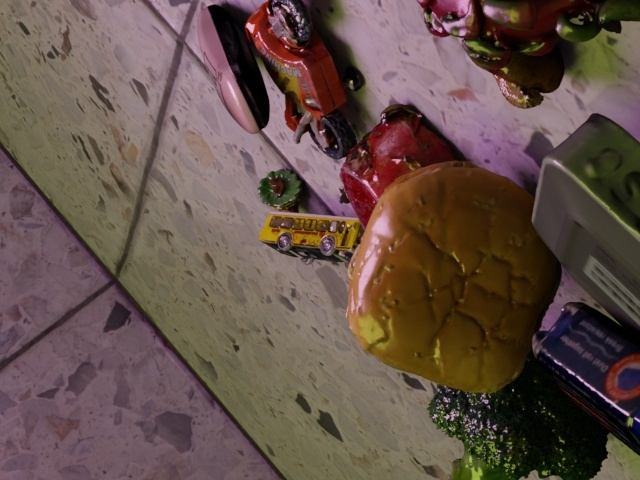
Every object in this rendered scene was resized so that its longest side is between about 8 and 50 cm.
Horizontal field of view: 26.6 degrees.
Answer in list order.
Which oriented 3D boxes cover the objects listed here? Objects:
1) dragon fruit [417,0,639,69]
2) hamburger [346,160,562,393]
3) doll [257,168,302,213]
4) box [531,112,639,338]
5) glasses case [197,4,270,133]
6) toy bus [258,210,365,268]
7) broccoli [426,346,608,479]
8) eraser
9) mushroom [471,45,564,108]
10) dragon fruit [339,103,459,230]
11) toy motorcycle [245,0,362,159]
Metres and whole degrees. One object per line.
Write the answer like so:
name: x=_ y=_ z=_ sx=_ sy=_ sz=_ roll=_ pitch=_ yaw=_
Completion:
dragon fruit: x=0.207 y=-0.293 z=1.428 sx=0.198 sy=0.219 sz=0.272 roll=21 pitch=169 yaw=-34
hamburger: x=0.185 y=0.045 z=1.797 sx=0.319 sy=0.318 sz=0.158 roll=56 pitch=178 yaw=-10
doll: x=-0.053 y=-0.079 z=2.380 sx=0.113 sy=0.076 sz=0.078 roll=35 pitch=-153 yaw=-58
box: x=0.406 y=0.057 z=1.519 sx=0.396 sy=0.111 sz=0.396 roll=45 pitch=177 yaw=14
glasses case: x=-0.136 y=-0.269 z=2.085 sx=0.314 sy=0.075 sz=0.122 roll=-113 pitch=-3 yaw=-57
toy bus: x=0.000 y=0.000 z=2.285 sx=0.226 sy=0.074 sz=0.081 roll=4 pitch=159 yaw=46
broccoli: x=0.281 y=0.270 z=1.977 sx=0.297 sy=0.297 sz=0.297 roll=42 pitch=123 yaw=21
eraser: x=0.388 y=0.196 z=1.587 sx=0.155 sy=0.101 sz=0.332 roll=47 pitch=177 yaw=-31
mushroom: x=0.226 y=-0.213 z=1.591 sx=0.127 sy=0.087 sz=0.127 roll=27 pitch=-163 yaw=-9
dragon fruit: x=0.120 y=-0.054 z=1.972 sx=0.211 sy=0.147 sz=0.282 roll=22 pitch=142 yaw=48
toy motorcycle: x=-0.028 y=-0.256 z=2.015 sx=0.171 sy=0.089 sz=0.298 roll=28 pitch=148 yaw=44
